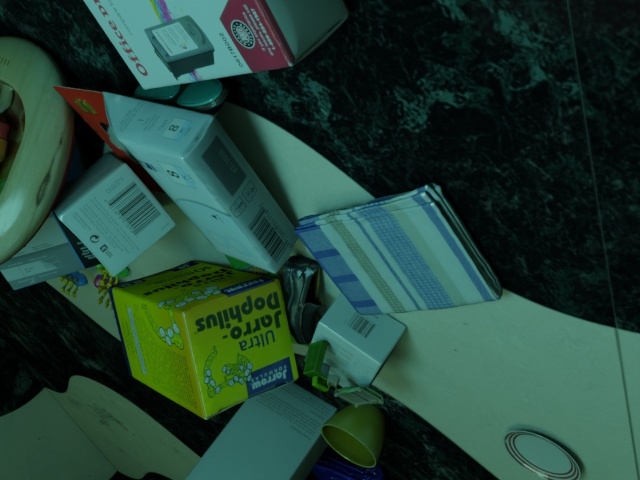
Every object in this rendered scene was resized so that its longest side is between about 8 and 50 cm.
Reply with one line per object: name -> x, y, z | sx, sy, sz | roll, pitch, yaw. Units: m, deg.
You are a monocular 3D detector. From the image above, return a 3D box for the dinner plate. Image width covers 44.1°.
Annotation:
dinner plate -> 0.383, 0.371, 1.365 | 0.141, 0.017, 0.141 | 28, 148, 19

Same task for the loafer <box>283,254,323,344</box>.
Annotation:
loafer -> -0.025, 0.111, 1.391 | 0.061, 0.062, 0.170 | 9, 119, 30

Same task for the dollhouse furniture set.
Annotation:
dollhouse furniture set -> 0.039, 0.234, 1.374 | 0.151, 0.059, 0.076 | 32, 146, -26

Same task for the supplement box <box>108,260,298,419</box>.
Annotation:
supplement box -> -0.228, 0.169, 1.478 | 0.356, 0.194, 0.195 | 7, 111, 55

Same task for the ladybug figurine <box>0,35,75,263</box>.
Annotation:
ladybug figurine -> -0.585, -0.135, 1.410 | 0.305, 0.450, 0.162 | 22, 177, 13

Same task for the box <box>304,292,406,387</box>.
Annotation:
box -> 0.058, 0.185, 1.402 | 0.130, 0.091, 0.170 | 34, 149, 9

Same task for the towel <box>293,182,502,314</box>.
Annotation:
towel -> 0.109, 0.023, 1.165 | 0.285, 0.034, 0.209 | -13, 121, 46

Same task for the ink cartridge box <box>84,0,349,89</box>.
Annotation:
ink cartridge box -> -0.148, -0.314, 0.938 | 0.306, 0.131, 0.226 | 2, 133, 45

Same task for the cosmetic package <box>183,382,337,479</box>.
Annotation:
cosmetic package -> -0.137, 0.494, 1.750 | 0.196, 0.365, 0.155 | 29, 148, 19

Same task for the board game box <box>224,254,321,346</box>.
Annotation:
board game box -> -0.083, 0.102, 1.503 | 0.124, 0.039, 0.259 | 2, 135, 47

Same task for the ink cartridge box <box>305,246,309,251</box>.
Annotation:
ink cartridge box -> 0.000, 0.000, 1.285 | 0.083, 0.028, 0.048 | 21, 143, 30

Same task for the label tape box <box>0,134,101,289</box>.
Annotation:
label tape box -> -0.577, -0.078, 1.598 | 0.348, 0.249, 0.115 | 76, 177, -47

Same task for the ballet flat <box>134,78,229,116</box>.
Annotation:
ballet flat -> -0.198, -0.207, 1.195 | 0.203, 0.074, 0.074 | 11, 139, 40

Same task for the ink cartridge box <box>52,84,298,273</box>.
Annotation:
ink cartridge box -> -0.256, -0.105, 1.298 | 0.384, 0.091, 0.308 | 16, 156, 35

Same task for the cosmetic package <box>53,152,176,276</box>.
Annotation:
cosmetic package -> -0.390, -0.053, 1.467 | 0.151, 0.151, 0.183 | 53, 168, -24

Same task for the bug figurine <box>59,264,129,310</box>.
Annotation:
bug figurine -> -0.576, 0.067, 1.951 | 0.216, 0.072, 0.279 | 27, 147, 0

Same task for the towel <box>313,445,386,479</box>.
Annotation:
towel -> 0.088, 0.641, 1.982 | 0.227, 0.076, 0.308 | 15, 141, 37

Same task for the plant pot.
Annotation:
plant pot -> 0.082, 0.392, 1.642 | 0.134, 0.095, 0.134 | 28, 147, 20
